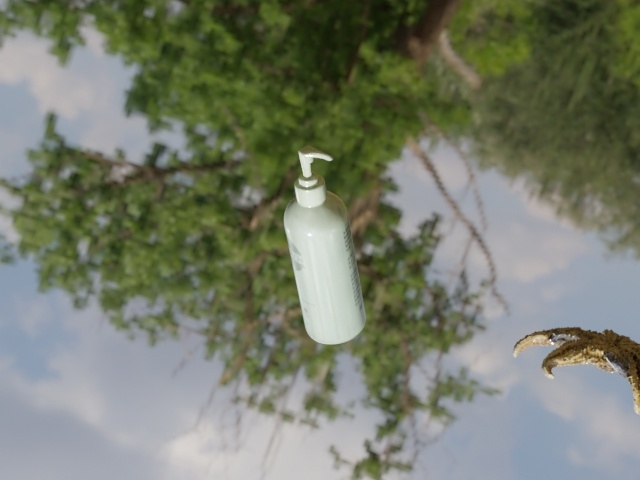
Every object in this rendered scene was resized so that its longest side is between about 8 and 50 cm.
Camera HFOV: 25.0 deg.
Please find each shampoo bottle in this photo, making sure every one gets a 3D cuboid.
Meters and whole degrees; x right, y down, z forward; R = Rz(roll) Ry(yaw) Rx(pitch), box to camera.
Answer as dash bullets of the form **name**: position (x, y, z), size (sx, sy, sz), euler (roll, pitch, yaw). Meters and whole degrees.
- **shampoo bottle**: position (0.000, 0.000, 1.205), size (0.056, 0.195, 0.056), euler (-7, -141, 5)

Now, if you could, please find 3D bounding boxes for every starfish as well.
- **starfish**: position (0.143, 0.061, 0.740), size (0.091, 0.028, 0.078), euler (13, -168, 27)
